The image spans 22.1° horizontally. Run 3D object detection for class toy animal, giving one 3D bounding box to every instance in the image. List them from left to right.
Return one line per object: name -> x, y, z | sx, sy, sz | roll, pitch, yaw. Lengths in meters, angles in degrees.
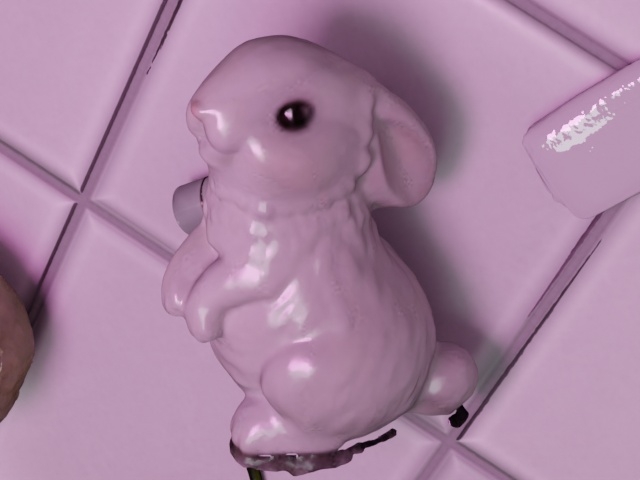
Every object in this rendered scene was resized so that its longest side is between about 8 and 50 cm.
toy animal -> 0.000, 0.000, 1.305 | 0.258, 0.194, 0.357 | -7, 123, -13

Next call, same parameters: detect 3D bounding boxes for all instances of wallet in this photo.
wallet -> 0.244, -0.086, 1.246 | 0.190, 0.033, 0.095 | -33, 99, 34

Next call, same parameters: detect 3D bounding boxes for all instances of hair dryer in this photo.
hair dryer -> -0.063, 0.001, 1.431 | 0.082, 0.047, 0.137 | -15, 115, 30

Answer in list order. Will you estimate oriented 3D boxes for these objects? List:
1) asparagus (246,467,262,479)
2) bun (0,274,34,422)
asparagus -> -0.059, 0.253, 1.583 | 0.018, 0.015, 0.127 | 7, 119, 32
bun -> -0.382, 0.084, 1.563 | 0.239, 0.141, 0.239 | 7, 116, 15
